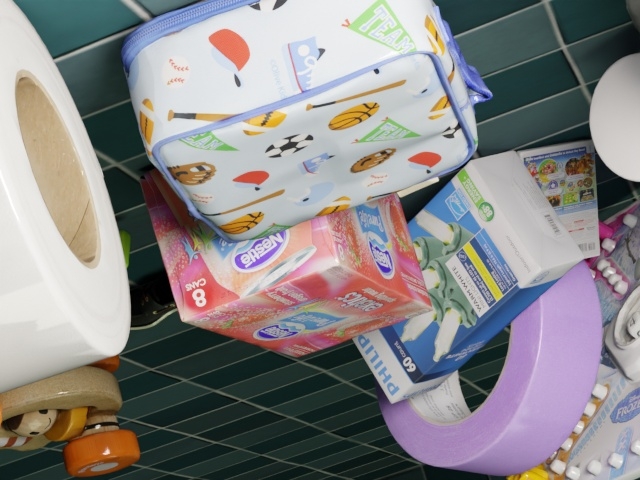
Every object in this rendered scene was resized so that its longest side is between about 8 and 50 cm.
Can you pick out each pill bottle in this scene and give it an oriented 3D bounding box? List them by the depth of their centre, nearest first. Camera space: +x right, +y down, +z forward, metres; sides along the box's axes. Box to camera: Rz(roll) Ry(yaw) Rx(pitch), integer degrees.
[{"bbox_3d":[0.371,-0.111,1.697,0.272,0.152,0.152,-3,159,-41],"label":"pill bottle"}]

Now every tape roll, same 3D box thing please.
[{"bbox_3d":[-0.240,-0.018,1.176,0.169,0.246,0.246,-19,165,8],"label":"tape roll"},{"bbox_3d":[0.175,0.111,2.017,0.090,0.274,0.275,12,150,-35],"label":"tape roll"}]

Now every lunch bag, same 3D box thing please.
[{"bbox_3d":[-0.001,-0.104,1.394,0.243,0.115,0.303,-21,164,6],"label":"lunch bag"}]

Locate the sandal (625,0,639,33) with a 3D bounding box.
[{"bbox_3d":[0.296,-0.181,1.430,0.107,0.167,0.446,4,169,30],"label":"sandal"}]

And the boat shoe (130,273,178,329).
[{"bbox_3d":[-0.162,0.056,1.925,0.133,0.049,0.042,-17,139,27],"label":"boat shoe"}]

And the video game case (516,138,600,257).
[{"bbox_3d":[0.241,-0.037,1.901,0.087,0.122,0.011,-11,-165,-22],"label":"video game case"}]

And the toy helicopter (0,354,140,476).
[{"bbox_3d":[-0.387,0.207,2.045,0.355,0.140,0.235,-19,163,18],"label":"toy helicopter"}]

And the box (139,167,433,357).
[{"bbox_3d":[-0.023,0.005,1.693,0.154,0.142,0.300,-20,165,14],"label":"box"}]

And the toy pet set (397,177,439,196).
[{"bbox_3d":[0.069,-0.103,1.619,0.122,0.065,0.114,-23,129,10],"label":"toy pet set"}]

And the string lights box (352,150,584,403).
[{"bbox_3d":[0.134,0.040,1.908,0.077,0.133,0.259,-14,155,-45],"label":"string lights box"}]

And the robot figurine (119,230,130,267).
[{"bbox_3d":[-0.217,0.027,1.703,0.101,0.067,0.115,-12,166,13],"label":"robot figurine"}]

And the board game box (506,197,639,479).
[{"bbox_3d":[0.337,0.078,1.998,0.050,0.390,0.390,27,148,-16],"label":"board game box"}]
